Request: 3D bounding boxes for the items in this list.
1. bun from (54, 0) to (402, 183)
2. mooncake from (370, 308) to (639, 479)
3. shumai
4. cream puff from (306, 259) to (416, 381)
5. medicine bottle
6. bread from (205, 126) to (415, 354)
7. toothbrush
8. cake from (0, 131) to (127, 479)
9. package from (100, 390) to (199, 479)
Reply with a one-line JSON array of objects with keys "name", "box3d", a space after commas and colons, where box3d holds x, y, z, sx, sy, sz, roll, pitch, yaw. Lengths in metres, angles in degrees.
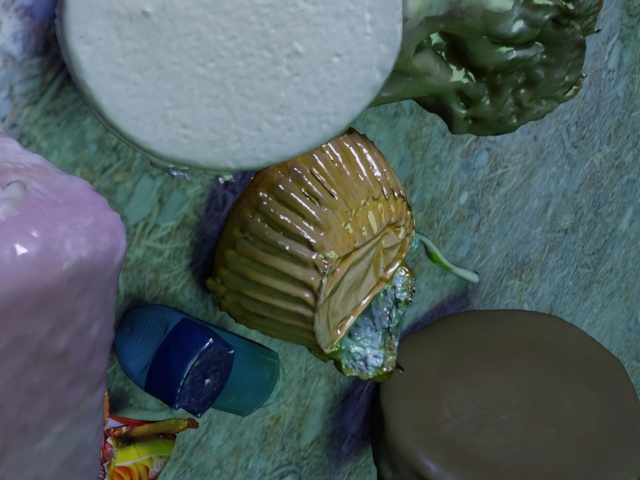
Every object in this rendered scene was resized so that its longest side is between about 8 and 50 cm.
[{"name": "bun", "box3d": [-0.074, -0.199, 0.942, 0.263, 0.175, 0.263, -5, 126, -8]}, {"name": "mooncake", "box3d": [0.247, 0.279, 1.640, 0.378, 0.378, 0.201, -36, 146, -37]}, {"name": "shumai", "box3d": [0.114, -0.211, 1.156, 0.283, 0.217, 0.346, -39, 147, -34]}, {"name": "cream puff", "box3d": [0.039, 0.080, 1.395, 0.156, 0.121, 0.156, -3, 104, -12]}, {"name": "medicine bottle", "box3d": [-0.105, 0.126, 1.205, 0.079, 0.124, 0.258, -63, 153, -2]}, {"name": "bread", "box3d": [-0.001, -0.003, 1.234, 0.240, 0.139, 0.240, -41, 146, -36]}, {"name": "toothbrush", "box3d": [0.165, 0.023, 1.634, 0.263, 0.022, 0.026, 26, 79, -60]}, {"name": "cake", "box3d": [-0.278, 0.085, 0.775, 0.230, 0.237, 0.309, -25, 136, -49]}, {"name": "package", "box3d": [-0.246, 0.250, 1.113, 0.288, 0.108, 0.223, -52, 155, -1]}]
